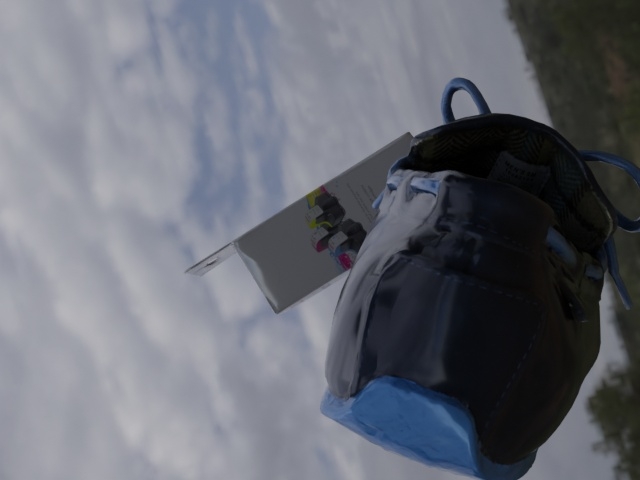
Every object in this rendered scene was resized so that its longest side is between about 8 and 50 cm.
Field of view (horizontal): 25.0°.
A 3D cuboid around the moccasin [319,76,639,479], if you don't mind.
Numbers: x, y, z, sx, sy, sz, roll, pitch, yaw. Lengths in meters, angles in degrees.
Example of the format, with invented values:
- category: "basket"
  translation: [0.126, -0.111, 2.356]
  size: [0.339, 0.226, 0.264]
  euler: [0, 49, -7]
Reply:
- category: "moccasin"
  translation: [0.087, 0.003, 0.631]
  size: [0.342, 0.138, 0.116]
  euler: [-67, -4, -78]

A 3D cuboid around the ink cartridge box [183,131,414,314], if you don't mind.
- category: "ink cartridge box"
  translation: [0.000, 0.000, 1.019]
  size: [0.061, 0.181, 0.104]
  euler: [58, 180, 3]
